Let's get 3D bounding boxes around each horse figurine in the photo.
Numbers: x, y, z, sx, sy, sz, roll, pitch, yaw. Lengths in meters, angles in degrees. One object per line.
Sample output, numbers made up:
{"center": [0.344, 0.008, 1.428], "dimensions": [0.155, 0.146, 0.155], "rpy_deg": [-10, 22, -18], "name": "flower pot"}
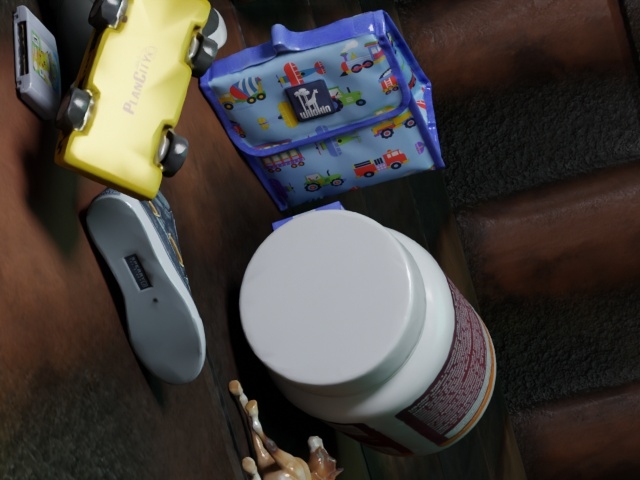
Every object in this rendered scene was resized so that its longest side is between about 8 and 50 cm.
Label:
{"center": [-0.043, 0.255, 1.398], "dimensions": [0.263, 0.066, 0.174], "rpy_deg": [-87, 152, -59], "name": "horse figurine"}

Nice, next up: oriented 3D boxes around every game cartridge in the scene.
{"center": [-0.229, -0.143, 1.162], "dimensions": [0.056, 0.017, 0.083], "rpy_deg": [57, 22, -63], "name": "game cartridge"}

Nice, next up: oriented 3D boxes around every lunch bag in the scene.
{"center": [0.001, -0.177, 1.700], "dimensions": [0.293, 0.221, 0.138], "rpy_deg": [52, 27, -60], "name": "lunch bag"}

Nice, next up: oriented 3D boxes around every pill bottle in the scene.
{"center": [0.059, 0.111, 1.631], "dimensions": [0.392, 0.224, 0.224], "rpy_deg": [45, 33, -66], "name": "pill bottle"}

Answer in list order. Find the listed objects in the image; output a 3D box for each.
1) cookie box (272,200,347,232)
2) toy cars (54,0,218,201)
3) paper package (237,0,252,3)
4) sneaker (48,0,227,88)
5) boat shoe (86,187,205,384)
{"center": [0.000, 0.000, 1.795], "dimensions": [0.107, 0.092, 0.040], "rpy_deg": [48, 27, -61], "name": "cookie box"}
{"center": [-0.198, -0.213, 1.140], "dimensions": [0.176, 0.087, 0.393], "rpy_deg": [-21, 88, -35], "name": "toy cars"}
{"center": [-0.004, -0.495, 1.798], "dimensions": [0.168, 0.325, 0.309], "rpy_deg": [43, 35, -66], "name": "paper package"}
{"center": [-0.166, -0.230, 1.316], "dimensions": [0.296, 0.105, 0.146], "rpy_deg": [-57, 136, -67], "name": "sneaker"}
{"center": [-0.139, 0.029, 1.236], "dimensions": [0.083, 0.065, 0.183], "rpy_deg": [-67, 139, -67], "name": "boat shoe"}
